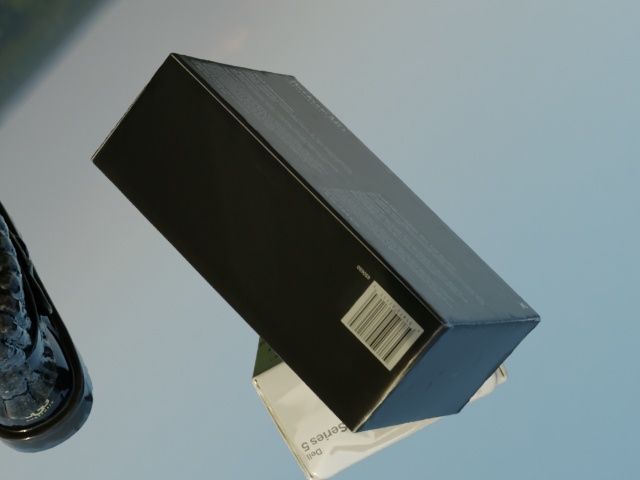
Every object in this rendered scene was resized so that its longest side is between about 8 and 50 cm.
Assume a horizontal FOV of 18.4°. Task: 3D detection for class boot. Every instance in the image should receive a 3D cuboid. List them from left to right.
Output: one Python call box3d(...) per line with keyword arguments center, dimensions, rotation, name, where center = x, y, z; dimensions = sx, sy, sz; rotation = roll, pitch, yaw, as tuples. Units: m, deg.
box3d(center=(-0.320, 0.003, 1.634), dimensions=(0.131, 0.348, 0.260), rotation=(-39, 155, -6), name="boot")

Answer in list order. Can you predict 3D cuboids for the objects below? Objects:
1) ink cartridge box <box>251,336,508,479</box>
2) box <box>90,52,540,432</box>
box3d(center=(0.052, 0.095, 1.819), dimensions=(0.198, 0.115, 0.273), rotation=(-29, -171, 5), name="ink cartridge box")
box3d(center=(0.000, 0.000, 1.328), dimensions=(0.103, 0.261, 0.184), rotation=(-51, 160, 18), name="box")
